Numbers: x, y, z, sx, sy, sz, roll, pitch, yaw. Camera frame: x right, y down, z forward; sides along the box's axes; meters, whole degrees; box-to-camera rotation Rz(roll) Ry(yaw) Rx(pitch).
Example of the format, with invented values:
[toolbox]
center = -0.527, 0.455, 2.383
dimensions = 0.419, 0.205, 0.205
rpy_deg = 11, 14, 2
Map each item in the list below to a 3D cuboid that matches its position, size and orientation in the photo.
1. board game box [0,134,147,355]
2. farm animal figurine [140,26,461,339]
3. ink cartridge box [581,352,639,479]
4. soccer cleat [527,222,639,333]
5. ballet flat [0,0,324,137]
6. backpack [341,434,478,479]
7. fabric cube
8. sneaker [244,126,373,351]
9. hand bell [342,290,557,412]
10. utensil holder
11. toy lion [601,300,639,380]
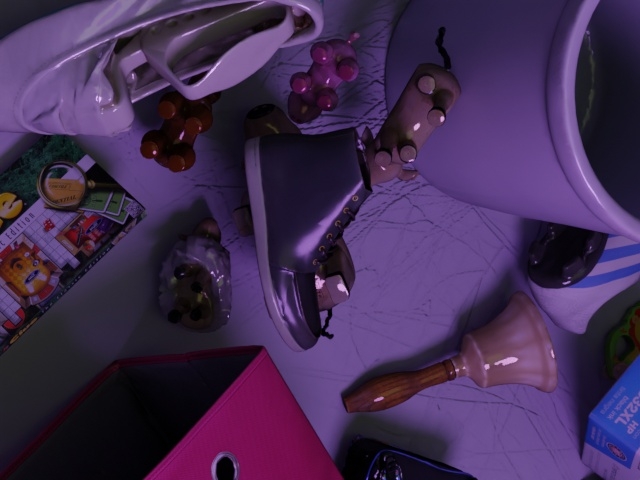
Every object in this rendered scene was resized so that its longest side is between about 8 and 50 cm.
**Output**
[board game box]
center = -0.315, 0.015, 1.663
dimensions = 0.136, 0.030, 0.259
rpy_deg = 41, 75, 11
[farm animal figurine]
center = -0.014, -0.065, 1.741
dimensions = 0.330, 0.172, 0.326
rpy_deg = -1, 104, 7
[ink cartridge box]
center = 0.468, 0.283, 1.923
dimensions = 0.307, 0.223, 0.129
rpy_deg = 38, 76, 19
[soccer cleat]
center = 0.370, -0.028, 1.995
dimensions = 0.331, 0.116, 0.143
rpy_deg = -45, 137, -18
[ballet flat]
center = -0.177, -0.180, 1.614
dimensions = 0.400, 0.139, 0.139
rpy_deg = -24, 107, -1
[backpack]
center = 0.082, 0.327, 1.878
dimensions = 0.158, 0.117, 0.173
rpy_deg = 20, 87, -27
[fabric cube]
center = -0.144, 0.288, 1.651
dimensions = 0.254, 0.259, 0.258
rpy_deg = -45, 114, -38
[sneaker]
center = 0.000, 0.000, 1.621
dimensions = 0.118, 0.083, 0.222
rpy_deg = -8, 102, 11
[hand bell]
center = 0.141, 0.154, 1.913
dimensions = 0.242, 0.126, 0.126
rpy_deg = -17, 104, -10
[utensil holder]
center = 0.292, -0.171, 1.772
dimensions = 0.328, 0.385, 0.327
rpy_deg = -3, 98, -25
[toy lion]
center = 0.401, 0.125, 2.060
dimensions = 0.100, 0.034, 0.096
rpy_deg = -5, 91, -25
